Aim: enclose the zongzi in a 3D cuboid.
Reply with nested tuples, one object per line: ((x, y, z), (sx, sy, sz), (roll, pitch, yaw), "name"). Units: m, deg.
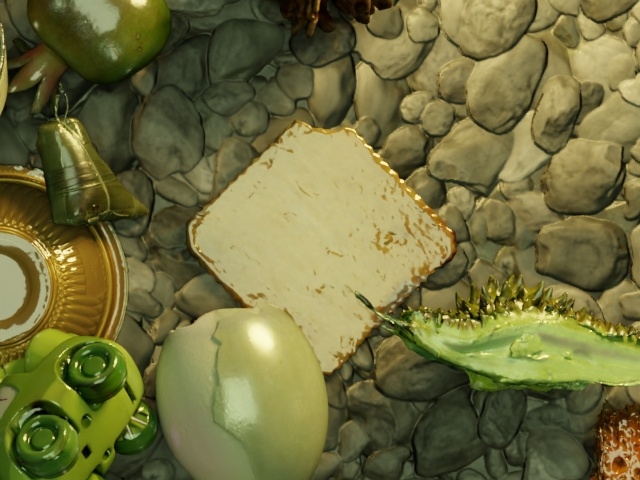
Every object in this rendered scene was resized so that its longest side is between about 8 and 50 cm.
((-0.246, -0.093, 1.838), (0.130, 0.062, 0.154), (-10, 88, -48), "zongzi")

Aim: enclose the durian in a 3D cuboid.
((0.217, 0.104, 1.862), (0.375, 0.106, 0.132), (6, 91, -5), "durian")

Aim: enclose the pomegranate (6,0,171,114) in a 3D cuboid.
((-0.257, -0.222, 1.831), (0.152, 0.131, 0.191), (42, 109, -8), "pomegranate")

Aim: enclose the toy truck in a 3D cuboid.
((-0.277, 0.172, 1.751), (0.187, 0.148, 0.210), (-41, 51, -17), "toy truck")

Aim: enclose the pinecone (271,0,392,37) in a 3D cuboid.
((0.027, -0.322, 1.823), (0.212, 0.168, 0.185), (-21, 89, -4), "pinecone")

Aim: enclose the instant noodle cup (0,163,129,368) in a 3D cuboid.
((-0.344, 0.048, 1.832), (0.274, 0.091, 0.274), (0, 89, -3), "instant noodle cup")

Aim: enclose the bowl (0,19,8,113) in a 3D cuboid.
((-0.431, -0.166, 1.791), (0.238, 0.126, 0.238), (-2, 69, 6), "bowl")

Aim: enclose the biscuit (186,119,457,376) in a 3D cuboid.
((0.000, 0.000, 1.895), (0.232, 0.013, 0.237), (-44, 93, -3), "biscuit")

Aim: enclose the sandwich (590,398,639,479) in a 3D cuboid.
((0.376, 0.271, 1.893), (0.159, 0.079, 0.235), (7, 85, 6), "sandwich")

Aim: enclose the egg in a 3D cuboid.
((-0.079, 0.182, 1.801), (0.183, 0.183, 0.217), (-16, 81, -4), "egg")
